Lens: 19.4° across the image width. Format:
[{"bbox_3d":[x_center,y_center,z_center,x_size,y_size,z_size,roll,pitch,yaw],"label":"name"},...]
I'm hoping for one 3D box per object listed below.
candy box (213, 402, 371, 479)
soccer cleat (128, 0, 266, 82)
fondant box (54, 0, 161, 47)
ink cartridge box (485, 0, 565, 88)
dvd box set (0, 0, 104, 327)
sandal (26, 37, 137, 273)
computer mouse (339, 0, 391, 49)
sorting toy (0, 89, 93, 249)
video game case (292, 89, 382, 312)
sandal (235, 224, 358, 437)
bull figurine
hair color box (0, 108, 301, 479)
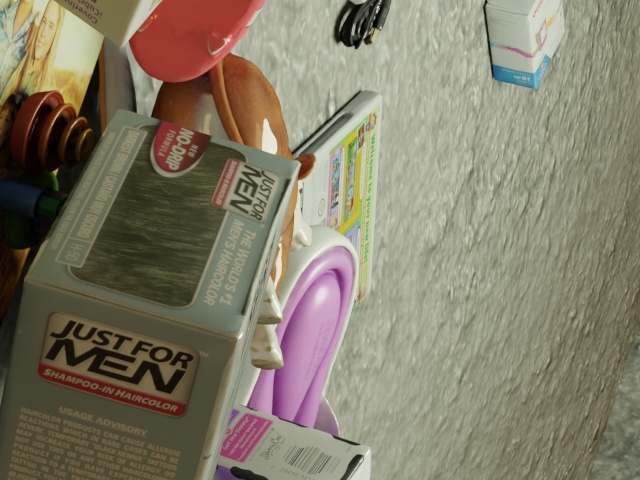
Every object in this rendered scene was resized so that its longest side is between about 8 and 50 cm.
[{"bbox_3d":[-0.065,0.202,1.376,0.070,0.196,0.164,-51,150,-46],"label":"candy box"},{"bbox_3d":[-0.054,-0.215,1.123,0.095,0.083,0.248,-101,-154,-81],"label":"soccer cleat"},{"bbox_3d":[-0.026,-0.276,0.843,0.238,0.096,0.330,-56,178,-39],"label":"fondant box"},{"bbox_3d":[0.216,-0.233,1.966,0.088,0.052,0.122,-62,155,-27],"label":"ink cartridge box"},{"bbox_3d":[-0.193,-0.114,0.964,0.307,0.062,0.420,47,61,-75],"label":"dvd box set"},{"bbox_3d":[-0.150,0.000,1.201,0.102,0.076,0.265,127,-41,-87],"label":"sandal"},{"bbox_3d":[0.030,-0.233,1.517,0.106,0.042,0.193,-64,163,-12],"label":"computer mouse"},{"bbox_3d":[-0.147,-0.032,1.028,0.061,0.042,0.102,-57,160,-50],"label":"sorting toy"},{"bbox_3d":[0.000,0.000,1.637,0.193,0.023,0.212,-45,145,-51],"label":"video game case"},{"bbox_3d":[-0.029,0.191,1.561,0.169,0.102,0.416,-25,131,-48],"label":"sandal"},{"bbox_3d":[-0.060,-0.014,1.261,0.310,0.101,0.188,70,18,-69],"label":"bull figurine"},{"bbox_3d":[-0.120,0.137,1.059,0.185,0.114,0.374,-74,-179,-58],"label":"hair color box"}]
